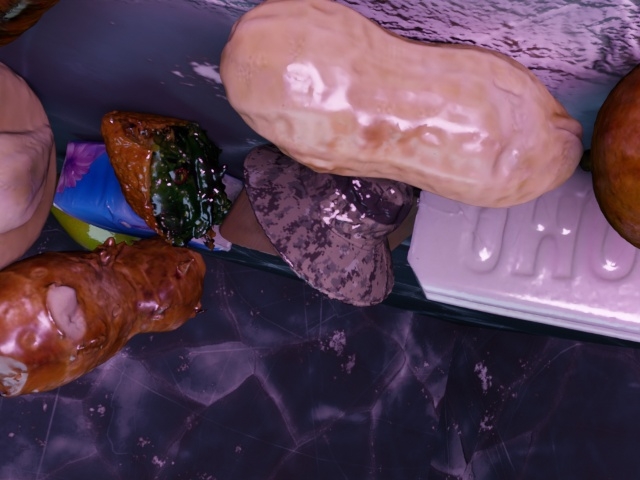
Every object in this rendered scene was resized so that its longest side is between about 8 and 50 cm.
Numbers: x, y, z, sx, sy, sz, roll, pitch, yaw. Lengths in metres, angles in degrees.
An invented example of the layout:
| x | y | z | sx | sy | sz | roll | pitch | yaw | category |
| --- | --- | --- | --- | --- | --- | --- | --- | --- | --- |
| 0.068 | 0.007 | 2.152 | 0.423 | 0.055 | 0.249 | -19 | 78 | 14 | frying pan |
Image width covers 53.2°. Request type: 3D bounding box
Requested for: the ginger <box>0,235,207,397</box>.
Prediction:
| x | y | z | sx | sy | sz | roll | pitch | yaw | category |
| --- | --- | --- | --- | --- | --- | --- | --- | --- | --- |
| -0.305 | 0.082 | 0.911 | 0.254 | 0.176 | 0.418 | -30 | 174 | 12 | ginger |

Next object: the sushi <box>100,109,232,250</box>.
| x | y | z | sx | sy | sz | roll | pitch | yaw | category |
| --- | --- | --- | --- | --- | --- | --- | --- | --- | --- |
| -0.195 | -0.099 | 0.870 | 0.140 | 0.149 | 0.287 | 37 | 152 | 21 | sushi |

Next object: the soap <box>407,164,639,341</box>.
| x | y | z | sx | sy | sz | roll | pitch | yaw | category |
| --- | --- | --- | --- | --- | --- | --- | --- | --- | --- |
| 0.253 | 0.003 | 0.712 | 0.290 | 0.172 | 0.095 | 11 | 171 | 17 | soap |

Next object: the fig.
| x | y | z | sx | sy | sz | roll | pitch | yaw | category |
| --- | --- | --- | --- | --- | --- | --- | --- | --- | --- |
| 0.265 | -0.058 | 0.477 | 0.170 | 0.145 | 0.274 | 14 | -177 | 0 | fig |

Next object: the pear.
| x | y | z | sx | sy | sz | roll | pitch | yaw | category |
| --- | --- | --- | --- | --- | --- | --- | --- | --- | --- |
| -0.463 | -0.068 | 1.332 | 0.220 | 0.187 | 0.187 | 16 | 171 | -4 | pear |

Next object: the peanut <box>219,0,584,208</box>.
| x | y | z | sx | sy | sz | roll | pitch | yaw | category |
| --- | --- | --- | --- | --- | --- | --- | --- | --- | --- |
| 0.066 | -0.099 | 0.496 | 0.290 | 0.130 | 0.130 | 14 | 171 | -7 | peanut |

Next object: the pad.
| x | y | z | sx | sy | sz | roll | pitch | yaw | category |
| --- | --- | --- | --- | --- | --- | --- | --- | --- | --- |
| 0.002 | -0.031 | 1.026 | 0.284 | 0.018 | 0.286 | 16 | 147 | -18 | pad |

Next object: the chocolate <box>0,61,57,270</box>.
| x | y | z | sx | sy | sz | roll | pitch | yaw | category |
| --- | --- | --- | --- | --- | --- | --- | --- | --- | --- |
| -0.485 | -0.109 | 0.811 | 0.297 | 0.326 | 0.314 | -5 | 163 | 5 | chocolate |

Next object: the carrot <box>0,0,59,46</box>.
| x | y | z | sx | sy | sz | roll | pitch | yaw | category |
| --- | --- | --- | --- | --- | --- | --- | --- | --- | --- |
| -0.232 | -0.203 | 0.484 | 0.070 | 0.070 | 0.260 | 20 | 168 | -37 | carrot |

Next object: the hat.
| x | y | z | sx | sy | sz | roll | pitch | yaw | category |
| --- | --- | --- | --- | --- | --- | --- | --- | --- | --- |
| 0.038 | -0.057 | 0.757 | 0.265 | 0.265 | 0.128 | 20 | 129 | -38 | hat |

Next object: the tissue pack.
| x | y | z | sx | sy | sz | roll | pitch | yaw | category |
| --- | --- | --- | --- | --- | --- | --- | --- | --- | --- |
| -0.297 | -0.077 | 1.121 | 0.263 | 0.146 | 0.198 | 8 | 171 | 29 | tissue pack |
